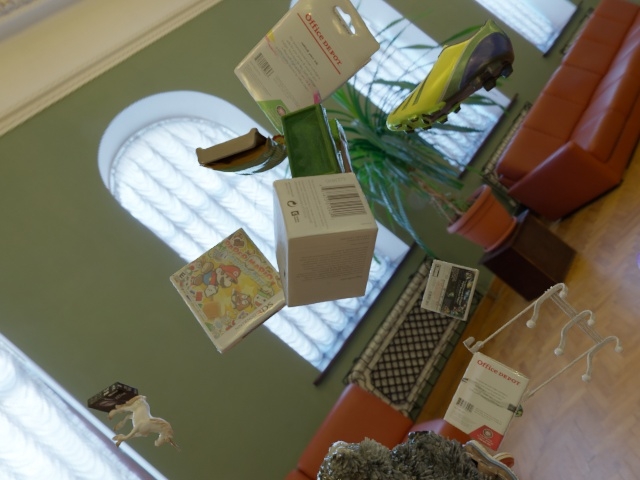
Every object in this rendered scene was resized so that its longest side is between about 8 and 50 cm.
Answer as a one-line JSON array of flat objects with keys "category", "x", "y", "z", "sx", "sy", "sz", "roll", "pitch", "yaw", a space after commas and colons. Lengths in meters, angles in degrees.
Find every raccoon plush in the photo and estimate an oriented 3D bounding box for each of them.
[{"category": "raccoon plush", "x": 0.195, "y": 0.477, "z": 0.796, "sx": 0.446, "sy": 0.299, "sz": 0.216, "roll": 2, "pitch": 78, "yaw": 44}]

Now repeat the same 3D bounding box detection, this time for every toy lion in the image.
[{"category": "toy lion", "x": -0.112, "y": -0.304, "z": 1.462, "sx": 0.096, "sy": 0.100, "sz": 0.034, "roll": -49, "pitch": 13, "yaw": -8}]

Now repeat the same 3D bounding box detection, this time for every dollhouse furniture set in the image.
[{"category": "dollhouse furniture set", "x": -0.093, "y": -0.153, "z": 0.991, "sx": 0.301, "sy": 0.151, "sz": 0.197, "roll": -15, "pitch": -7, "yaw": 15}]

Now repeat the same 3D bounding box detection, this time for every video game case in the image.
[{"category": "video game case", "x": -0.202, "y": 0.107, "z": 1.041, "sx": 0.206, "sy": 0.227, "sz": 0.026, "roll": -37, "pitch": -24, "yaw": -13}, {"category": "video game case", "x": 0.480, "y": 0.182, "z": 1.688, "sx": 0.022, "sy": 0.173, "sz": 0.190, "roll": 21, "pitch": -96, "yaw": -55}]

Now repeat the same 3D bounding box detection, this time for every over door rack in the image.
[{"category": "over door rack", "x": 0.600, "y": 0.298, "z": 1.233, "sx": 0.324, "sy": 0.239, "sz": 0.108, "roll": -43, "pitch": 8, "yaw": 27}]

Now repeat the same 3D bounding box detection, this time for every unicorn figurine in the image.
[{"category": "unicorn figurine", "x": -0.380, "y": 0.389, "z": 0.960, "sx": 0.111, "sy": 0.162, "sz": 0.060, "roll": -21, "pitch": -39, "yaw": -22}]

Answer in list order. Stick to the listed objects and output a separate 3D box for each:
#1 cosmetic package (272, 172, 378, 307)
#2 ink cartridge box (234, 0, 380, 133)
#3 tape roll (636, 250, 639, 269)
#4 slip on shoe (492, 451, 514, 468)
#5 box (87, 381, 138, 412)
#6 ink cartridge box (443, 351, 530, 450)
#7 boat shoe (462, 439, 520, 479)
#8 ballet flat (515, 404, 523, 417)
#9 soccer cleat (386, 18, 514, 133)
[{"category": "cosmetic package", "x": 0.000, "y": 0.000, "z": 0.813, "sx": 0.184, "sy": 0.151, "sz": 0.151, "roll": 95, "pitch": 164, "yaw": -45}, {"category": "ink cartridge box", "x": -0.023, "y": -0.454, "z": 1.122, "sx": 0.353, "sy": 0.207, "sz": 0.119, "roll": -28, "pitch": 14, "yaw": 38}, {"category": "tape roll", "x": 0.492, "y": 0.055, "z": 0.465, "sx": 0.275, "sy": 0.274, "sz": 0.090, "roll": -47, "pitch": -21, "yaw": -59}, {"category": "slip on shoe", "x": 0.554, "y": 0.822, "z": 1.516, "sx": 0.331, "sy": 0.101, "sz": 0.123, "roll": -14, "pitch": -50, "yaw": -37}, {"category": "box", "x": -0.466, "y": 0.354, "z": 1.021, "sx": 0.083, "sy": 0.018, "sz": 0.067, "roll": -31, "pitch": -39, "yaw": 4}, {"category": "ink cartridge box", "x": 0.296, "y": 0.281, "z": 0.805, "sx": 0.135, "sy": 0.099, "sz": 0.056, "roll": -63, "pitch": -31, "yaw": -3}, {"category": "boat shoe", "x": 0.397, "y": 0.555, "z": 1.075, "sx": 0.066, "sy": 0.066, "sz": 0.183, "roll": -15, "pitch": 17, "yaw": -22}, {"category": "ballet flat", "x": 0.538, "y": 0.470, "z": 1.404, "sx": 0.070, "sy": 0.070, "sz": 0.188, "roll": -51, "pitch": 39, "yaw": 12}, {"category": "soccer cleat", "x": 0.247, "y": -0.318, "z": 0.915, "sx": 0.093, "sy": 0.121, "sz": 0.289, "roll": -3, "pitch": -17, "yaw": -43}]
